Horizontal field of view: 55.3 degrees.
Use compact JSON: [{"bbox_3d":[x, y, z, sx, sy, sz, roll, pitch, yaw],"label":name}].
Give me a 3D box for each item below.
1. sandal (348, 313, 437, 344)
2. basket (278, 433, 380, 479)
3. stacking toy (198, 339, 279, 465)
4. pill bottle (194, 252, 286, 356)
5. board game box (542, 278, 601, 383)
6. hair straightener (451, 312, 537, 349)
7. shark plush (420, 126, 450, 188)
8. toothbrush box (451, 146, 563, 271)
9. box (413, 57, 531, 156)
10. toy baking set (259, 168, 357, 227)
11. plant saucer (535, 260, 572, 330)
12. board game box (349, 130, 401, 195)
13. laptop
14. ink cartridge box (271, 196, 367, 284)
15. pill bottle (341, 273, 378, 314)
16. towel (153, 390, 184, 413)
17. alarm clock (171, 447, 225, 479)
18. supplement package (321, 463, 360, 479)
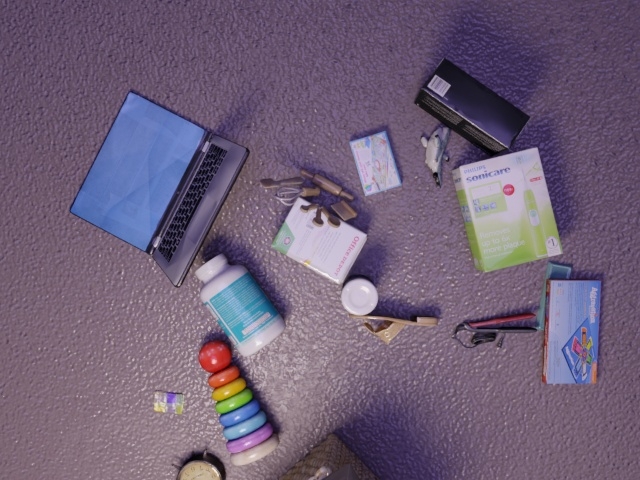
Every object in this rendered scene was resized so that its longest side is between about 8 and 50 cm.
[{"bbox_3d":[0.196,0.241,1.642,0.240,0.088,0.079,2,86,-3],"label":"sandal"},{"bbox_3d":[0.002,0.714,1.553,0.328,0.331,0.266,-41,84,2],"label":"basket"},{"bbox_3d":[-0.233,0.424,1.649,0.141,0.141,0.330,-23,86,3],"label":"stacking toy"},{"bbox_3d":[-0.220,0.165,1.625,0.146,0.146,0.264,-35,91,3],"label":"pill bottle"},{"bbox_3d":[0.674,0.244,1.643,0.145,0.027,0.281,1,93,-5],"label":"board game box"},{"bbox_3d":[0.470,0.255,1.653,0.231,0.047,0.088,-9,91,2],"label":"hair straightener"},{"bbox_3d":[0.323,-0.223,1.642,0.067,0.073,0.161,-6,87,-28],"label":"shark plush"},{"bbox_3d":[0.485,-0.079,1.606,0.207,0.122,0.283,-13,90,2],"label":"toothbrush box"},{"bbox_3d":[0.381,-0.335,1.569,0.261,0.184,0.103,35,90,0],"label":"box"},{"bbox_3d":[-0.022,-0.122,1.599,0.256,0.196,0.030,32,125,4],"label":"toy baking set"},{"bbox_3d":[0.635,0.155,1.659,0.067,0.018,0.191,10,91,1],"label":"plant saucer"},{"bbox_3d":[0.149,-0.208,1.660,0.104,0.026,0.154,-16,91,2],"label":"board game box"},{"bbox_3d":[-0.432,-0.147,1.586,0.236,0.408,0.381,25,94,-33],"label":"laptop"},{"bbox_3d":[0.000,0.000,1.639,0.213,0.093,0.154,29,93,3],"label":"ink cartridge box"},{"bbox_3d":[0.101,0.137,1.601,0.094,0.169,0.094,0,93,2],"label":"pill bottle"},{"bbox_3d":[-0.425,0.454,1.710,0.084,0.009,0.060,7,91,2],"label":"towel"},{"bbox_3d":[-0.320,0.677,1.687,0.130,0.064,0.191,-25,89,2],"label":"alarm clock"},{"bbox_3d":[0.064,0.666,1.297,0.178,0.175,0.292,-33,83,1],"label":"supplement package"}]
